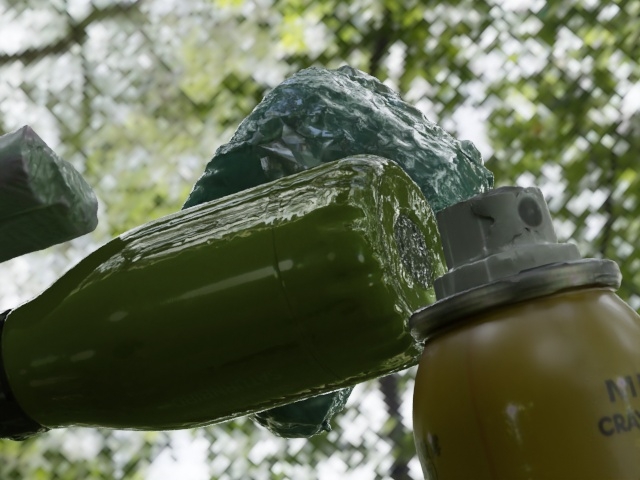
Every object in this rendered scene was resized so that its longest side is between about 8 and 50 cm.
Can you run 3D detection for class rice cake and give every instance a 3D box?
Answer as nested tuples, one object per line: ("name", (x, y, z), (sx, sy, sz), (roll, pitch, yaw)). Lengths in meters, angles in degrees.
("rice cake", (-0.237, 0.001, 1.074), (0.222, 0.042, 0.080), (-21, -38, 10))

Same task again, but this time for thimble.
("thimble", (0.000, 0.000, 1.185), (0.143, 0.235, 0.198), (34, -26, 5))

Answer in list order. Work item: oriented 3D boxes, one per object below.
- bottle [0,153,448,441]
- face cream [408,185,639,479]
("bottle", (-0.066, 0.041, 1.006), (0.260, 0.112, 0.112), (-18, -61, 23))
("face cream", (0.108, 0.148, 0.722), (0.105, 0.105, 0.348), (-34, -112, 58))
